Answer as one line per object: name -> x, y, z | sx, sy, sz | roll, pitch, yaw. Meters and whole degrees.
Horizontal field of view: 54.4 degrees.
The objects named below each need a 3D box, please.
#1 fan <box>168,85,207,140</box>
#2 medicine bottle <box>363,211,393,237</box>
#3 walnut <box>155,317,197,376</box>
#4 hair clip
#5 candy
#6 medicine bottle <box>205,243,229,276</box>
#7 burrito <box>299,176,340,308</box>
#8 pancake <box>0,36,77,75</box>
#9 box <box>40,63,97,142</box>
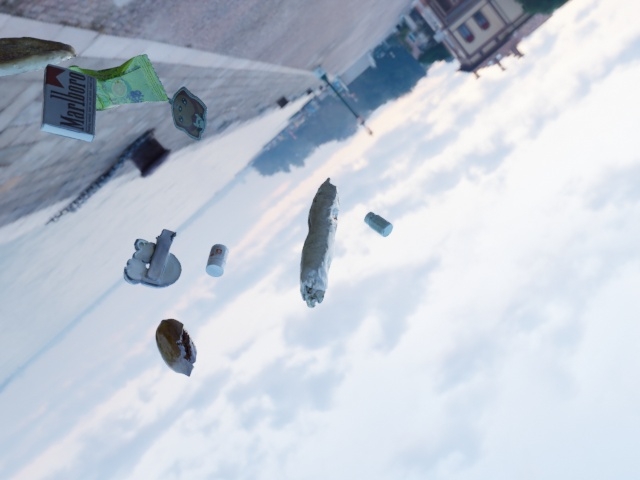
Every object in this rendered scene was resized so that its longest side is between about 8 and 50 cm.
fan -> -0.397, -0.374, 1.745 | 0.009, 0.220, 0.132 | -32, 152, -49
medicine bottle -> 0.169, -0.048, 1.819 | 0.047, 0.083, 0.047 | -30, 139, -30
walnut -> -0.466, 0.348, 2.027 | 0.115, 0.207, 0.116 | -25, 168, -6
hair clip -> -0.351, 0.045, 1.338 | 0.172, 0.116, 0.049 | -86, -158, -48
candy -> -0.545, -0.420, 1.681 | 0.246, 0.149, 0.069 | -7, -136, 14
medicine bottle -> -0.304, 0.058, 1.836 | 0.057, 0.057, 0.089 | -35, -148, 33
burrito -> 0.000, 0.000, 1.571 | 0.076, 0.117, 0.392 | -2, -136, 12
pancake -> -0.913, -0.561, 1.886 | 0.356, 0.355, 0.065 | -57, 155, -58
box -> -0.574, -0.313, 1.425 | 0.036, 0.115, 0.178 | -40, -130, 44
